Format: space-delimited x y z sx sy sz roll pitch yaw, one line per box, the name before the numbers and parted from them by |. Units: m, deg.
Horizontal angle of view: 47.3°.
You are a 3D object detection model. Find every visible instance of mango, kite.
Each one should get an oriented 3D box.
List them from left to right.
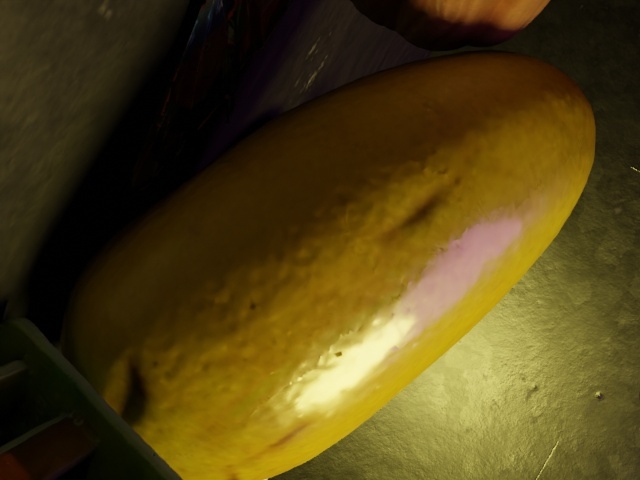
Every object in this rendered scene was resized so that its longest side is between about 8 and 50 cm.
kite | -0.058 -0.151 0.510 0.321 0.016 0.234 -57 176 -17
mango | 0.015 0.020 0.552 0.445 0.220 0.301 -31 160 -1

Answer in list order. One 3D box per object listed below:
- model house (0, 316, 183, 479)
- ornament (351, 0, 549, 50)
model house | -0.255 0.270 0.384 0.313 0.242 0.358 -22 150 -56
ornament | 0.090 -0.229 0.428 0.235 0.221 0.217 -28 179 -4
